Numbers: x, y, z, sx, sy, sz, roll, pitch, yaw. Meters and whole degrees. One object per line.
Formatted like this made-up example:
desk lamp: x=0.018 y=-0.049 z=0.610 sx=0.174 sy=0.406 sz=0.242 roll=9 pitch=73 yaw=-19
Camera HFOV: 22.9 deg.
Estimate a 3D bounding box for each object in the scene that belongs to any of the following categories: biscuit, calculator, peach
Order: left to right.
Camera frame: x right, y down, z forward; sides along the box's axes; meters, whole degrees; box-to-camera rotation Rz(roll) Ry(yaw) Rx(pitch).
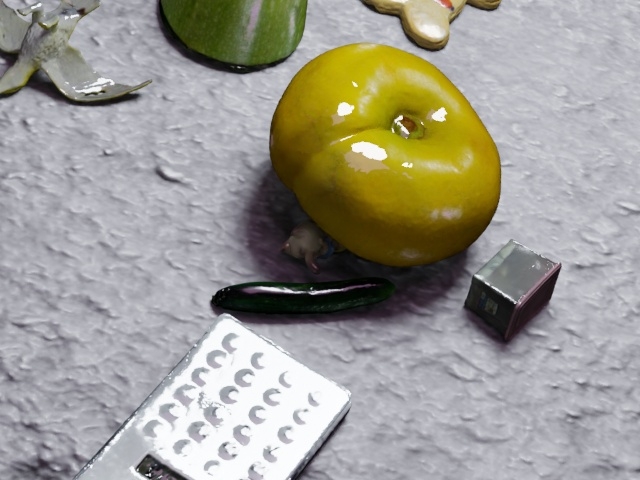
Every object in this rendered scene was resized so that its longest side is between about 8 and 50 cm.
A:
calculator: x=-0.099 y=0.189 z=1.432 sx=0.161 sy=0.021 sz=0.262 roll=32 pitch=51 yaw=11
peach: x=0.064 y=-0.086 z=1.596 sx=0.251 sy=0.153 sz=0.251 roll=15 pitch=48 yaw=-17
biscuit: x=0.149 y=-0.324 z=1.896 sx=0.153 sy=0.030 sz=0.234 roll=40 pitch=54 yaw=14

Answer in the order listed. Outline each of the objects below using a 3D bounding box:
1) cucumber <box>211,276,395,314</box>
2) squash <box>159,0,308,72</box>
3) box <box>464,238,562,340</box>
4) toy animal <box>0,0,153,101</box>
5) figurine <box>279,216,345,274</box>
cucumber: x=-0.015 y=0.055 z=1.552 sx=0.184 sy=0.033 sz=0.036 roll=-3 pitch=72 yaw=-15
squash: x=-0.086 y=-0.282 z=1.748 sx=0.170 sy=0.123 sz=0.170 roll=11 pitch=51 yaw=-14
box: x=0.194 y=0.047 z=1.601 sx=0.063 sy=0.060 sz=0.084 roll=34 pitch=52 yaw=22
toy animal: x=-0.301 y=-0.208 z=1.642 sx=0.219 sy=0.095 sz=0.155 roll=37 pitch=48 yaw=16
figurine: x=0.000 y=0.000 z=1.597 sx=0.050 sy=0.047 sz=0.083 roll=47 pitch=47 yaw=3
